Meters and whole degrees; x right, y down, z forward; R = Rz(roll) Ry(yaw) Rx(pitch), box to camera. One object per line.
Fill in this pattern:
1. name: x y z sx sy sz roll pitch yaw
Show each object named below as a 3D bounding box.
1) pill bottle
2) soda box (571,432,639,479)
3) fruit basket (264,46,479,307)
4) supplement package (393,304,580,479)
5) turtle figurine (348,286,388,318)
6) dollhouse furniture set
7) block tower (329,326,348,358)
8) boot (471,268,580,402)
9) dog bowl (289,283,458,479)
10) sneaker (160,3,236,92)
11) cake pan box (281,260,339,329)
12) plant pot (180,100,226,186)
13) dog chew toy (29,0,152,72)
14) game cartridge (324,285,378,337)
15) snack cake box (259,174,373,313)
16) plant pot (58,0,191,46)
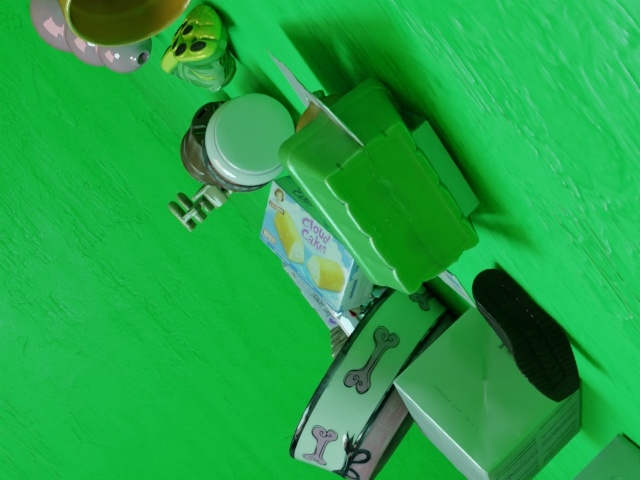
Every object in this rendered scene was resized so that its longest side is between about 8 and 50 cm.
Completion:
1. pill bottle: -0.133 -0.176 1.643 0.161 0.161 0.283 49 173 -5
2. soda box: 0.373 0.419 1.293 0.098 0.286 0.091 41 168 40
3. fruit basket: 0.062 -0.099 1.152 0.327 0.165 0.353 52 -173 -24
4. supplement package: 0.272 0.264 1.427 0.199 0.198 0.263 43 170 30
5. turtle figurine: 0.088 0.090 1.925 0.175 0.118 0.234 20 143 51
6. dollhouse furniture set: -0.287 -0.180 2.322 0.161 0.212 0.242 48 -161 -11
7. block tower: 0.084 0.223 2.251 0.097 0.091 0.335 47 -168 -13
8. boot: 0.282 0.133 1.249 0.198 0.076 0.137 60 180 15
9. dog bowl: 0.118 0.267 1.658 0.150 0.408 0.408 32 168 15
10. sneaker: -0.194 -0.327 1.560 0.123 0.109 0.295 27 177 -17
11. cake pan box: -0.024 0.052 2.190 0.267 0.070 0.246 56 -165 -39
12. plant pot: -0.225 -0.223 1.993 0.167 0.167 0.165 48 164 3
13. dog chew toy: -0.529 -0.506 2.120 0.331 0.207 0.207 37 168 23
14. game cartridge: 0.126 0.197 2.102 0.294 0.060 0.196 49 -158 -5
15. snack cake box: 0.000 0.000 1.791 0.264 0.089 0.152 43 136 33
16. plant pot: -0.319 -0.434 1.371 0.188 0.205 0.205 62 177 20
